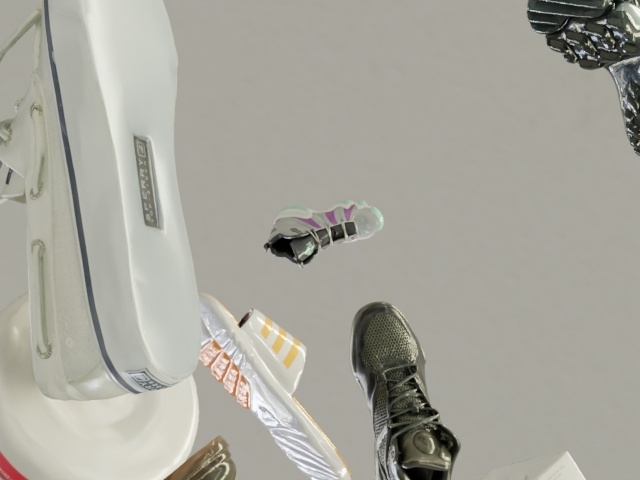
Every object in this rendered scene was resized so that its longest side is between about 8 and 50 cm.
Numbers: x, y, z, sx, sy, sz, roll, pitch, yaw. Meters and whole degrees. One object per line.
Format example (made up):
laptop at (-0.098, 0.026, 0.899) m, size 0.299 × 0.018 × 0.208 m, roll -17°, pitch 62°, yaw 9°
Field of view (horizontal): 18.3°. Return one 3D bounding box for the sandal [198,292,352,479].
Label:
sandal at (-0.043, 0.147, 2.093) m, size 0.076 × 0.265 × 0.102 m, roll -45°, pitch -166°, yaw -27°

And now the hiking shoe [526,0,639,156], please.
hiking shoe at (0.305, -0.167, 1.737) m, size 0.113 × 0.304 × 0.132 m, roll -8°, pitch -132°, yaw 42°

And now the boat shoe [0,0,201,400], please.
boat shoe at (-0.187, -0.060, 1.420) m, size 0.156 × 0.136 × 0.367 m, roll -15°, pitch -104°, yaw 23°

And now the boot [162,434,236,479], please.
boot at (-0.082, 0.207, 1.044) m, size 0.106 × 0.082 × 0.219 m, roll 41°, pitch -66°, yaw 11°

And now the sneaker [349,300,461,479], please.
sneaker at (0.094, 0.176, 2.126) m, size 0.130 × 0.087 × 0.227 m, roll 172°, pitch -90°, yaw -71°

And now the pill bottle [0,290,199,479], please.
pill bottle at (-0.242, 0.179, 1.542) m, size 0.318 × 0.176 × 0.176 m, roll -43°, pitch -135°, yaw 44°

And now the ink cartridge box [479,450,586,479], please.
ink cartridge box at (0.202, 0.270, 1.645) m, size 0.180 × 0.060 × 0.104 m, roll 58°, pitch -35°, yaw -6°

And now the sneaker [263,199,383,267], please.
sneaker at (0.000, 0.000, 1.637) m, size 0.098 × 0.038 × 0.069 m, roll -6°, pitch -149°, yaw 26°
